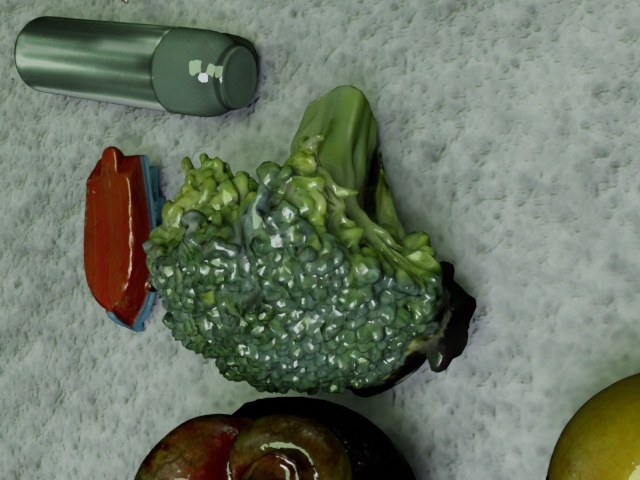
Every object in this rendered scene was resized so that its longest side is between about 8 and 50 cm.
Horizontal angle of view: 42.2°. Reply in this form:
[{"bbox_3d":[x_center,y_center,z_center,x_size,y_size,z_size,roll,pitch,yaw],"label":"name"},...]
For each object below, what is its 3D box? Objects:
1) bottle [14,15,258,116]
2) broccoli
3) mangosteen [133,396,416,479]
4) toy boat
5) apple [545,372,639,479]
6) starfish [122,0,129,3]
[{"bbox_3d":[-0.176,-0.171,0.792,0.254,0.079,0.096,12,50,28],"label":"bottle"},{"bbox_3d":[0.000,0.000,0.639,0.247,0.263,0.243,17,62,-4],"label":"broccoli"},{"bbox_3d":[-0.030,0.193,0.537,0.212,0.250,0.211,-2,60,4],"label":"mangosteen"},{"bbox_3d":[-0.180,0.000,0.777,0.069,0.059,0.172,-2,88,27],"label":"toy boat"},{"bbox_3d":[0.228,0.161,0.496,0.183,0.155,0.182,-4,80,25],"label":"apple"},{"bbox_3d":[-0.157,-0.339,0.818,0.213,0.057,0.237,18,86,35],"label":"starfish"}]
